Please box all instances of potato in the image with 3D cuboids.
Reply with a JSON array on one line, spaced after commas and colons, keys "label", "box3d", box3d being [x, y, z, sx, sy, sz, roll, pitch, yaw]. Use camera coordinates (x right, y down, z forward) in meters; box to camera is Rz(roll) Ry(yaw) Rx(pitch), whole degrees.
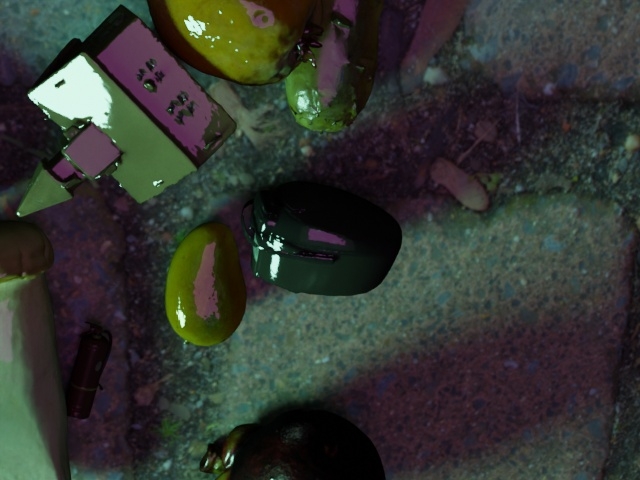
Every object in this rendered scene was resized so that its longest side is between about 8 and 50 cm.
[{"label": "potato", "box3d": [0.020, -0.238, 1.360, 0.117, 0.090, 0.226, 4, 106, -31]}]

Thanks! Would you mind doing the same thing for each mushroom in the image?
[{"label": "mushroom", "box3d": [-0.388, 0.179, 1.384, 0.154, 0.137, 0.408, -1, 108, -2]}]

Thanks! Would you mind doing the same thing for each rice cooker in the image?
[{"label": "rice cooker", "box3d": [-0.001, -0.001, 1.417, 0.203, 0.142, 0.118, 8, 119, -14]}]

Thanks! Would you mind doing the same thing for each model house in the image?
[{"label": "model house", "box3d": [-0.254, -0.120, 1.282, 0.248, 0.176, 0.181, -43, 114, -2]}]

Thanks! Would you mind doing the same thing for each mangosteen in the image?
[{"label": "mangosteen", "box3d": [-0.044, 0.325, 1.501, 0.265, 0.228, 0.228, 12, 111, 25]}]

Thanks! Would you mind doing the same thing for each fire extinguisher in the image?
[{"label": "fire extinguisher", "box3d": [-0.295, 0.163, 1.453, 0.056, 0.039, 0.132, 0, 112, -50]}]

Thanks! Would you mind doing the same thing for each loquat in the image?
[{"label": "loquat", "box3d": [-0.094, -0.265, 1.260, 0.234, 0.187, 0.176, 40, 100, 4]}]

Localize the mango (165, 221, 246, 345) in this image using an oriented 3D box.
[{"label": "mango", "box3d": [-0.143, 0.053, 1.434, 0.103, 0.076, 0.161, 3, 105, -11]}]
